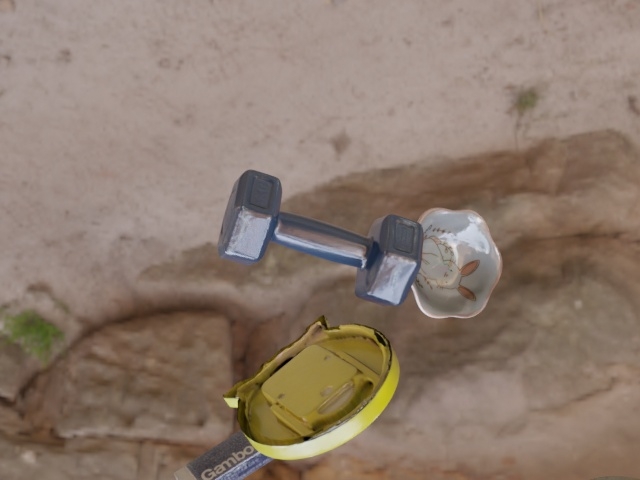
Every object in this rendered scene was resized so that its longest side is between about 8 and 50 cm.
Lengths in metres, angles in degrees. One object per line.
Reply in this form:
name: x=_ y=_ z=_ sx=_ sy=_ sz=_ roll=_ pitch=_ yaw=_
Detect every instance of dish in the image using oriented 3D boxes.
dish: x=0.241 y=0.045 z=2.197 sx=0.229 sy=0.229 sz=0.081 roll=17 pitch=170 yaw=-23

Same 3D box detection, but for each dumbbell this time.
dumbbell: x=0.000 y=-0.001 z=1.780 sx=0.316 sy=0.144 sz=0.156 roll=17 pitch=111 yaw=-11

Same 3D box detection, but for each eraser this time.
eraser: x=-0.194 y=0.467 z=2.352 sx=0.212 sy=0.092 sz=0.046 roll=-30 pitch=125 yaw=-18

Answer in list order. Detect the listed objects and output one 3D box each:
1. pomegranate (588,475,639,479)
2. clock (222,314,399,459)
pomegranate: x=0.234 y=0.306 z=0.882 sx=0.211 sy=0.211 sz=0.263 roll=23 pitch=118 yaw=-30
clock: x=-0.001 y=0.249 z=1.828 sx=0.277 sy=0.293 sz=0.071 roll=-35 pitch=117 yaw=-11
